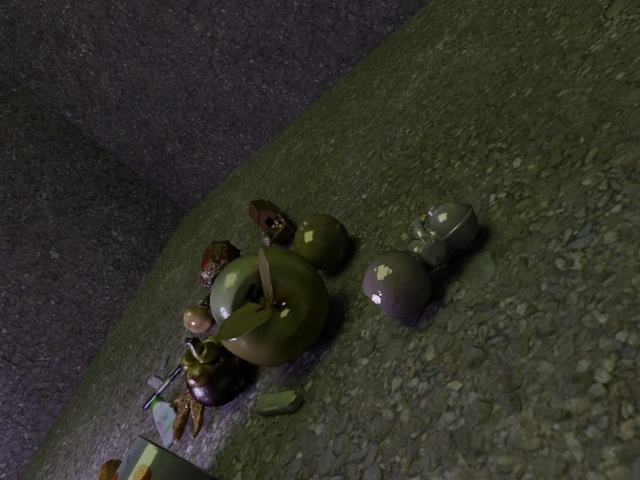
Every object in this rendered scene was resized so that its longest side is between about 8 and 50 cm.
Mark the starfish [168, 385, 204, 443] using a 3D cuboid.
[{"bbox_3d":[-0.371,0.464,1.642,0.302,0.060,0.299,-53,21,-16],"label":"starfish"}]

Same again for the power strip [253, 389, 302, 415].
[{"bbox_3d":[-0.107,0.391,1.288,0.191,0.030,0.047,-26,33,47],"label":"power strip"}]

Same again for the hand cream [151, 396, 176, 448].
[{"bbox_3d":[-0.505,0.586,1.753,0.275,0.050,0.078,14,93,62],"label":"hand cream"}]

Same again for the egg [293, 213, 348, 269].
[{"bbox_3d":[0.003,0.002,1.562,0.164,0.164,0.201,-42,17,19],"label":"egg"}]

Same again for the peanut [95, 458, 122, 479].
[{"bbox_3d":[-0.647,0.773,1.639,0.108,0.095,0.226,-60,21,18],"label":"peanut"}]

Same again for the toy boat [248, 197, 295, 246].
[{"bbox_3d":[-0.217,-0.086,2.146,0.135,0.162,0.445,-51,21,3],"label":"toy boat"}]

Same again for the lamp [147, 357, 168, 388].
[{"bbox_3d":[-0.642,0.516,2.130,0.050,0.056,0.198,-51,17,5],"label":"lamp"}]

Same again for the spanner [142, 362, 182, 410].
[{"bbox_3d":[-0.565,0.518,2.010,0.316,0.024,0.087,-48,19,8],"label":"spanner"}]

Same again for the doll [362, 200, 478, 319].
[{"bbox_3d":[0.215,0.030,1.111,0.287,0.151,0.151,-47,21,-1],"label":"doll"}]

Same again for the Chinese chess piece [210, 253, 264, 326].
[{"bbox_3d":[-0.198,0.163,1.563,0.101,0.250,0.250,25,74,42],"label":"Chinese chess piece"}]

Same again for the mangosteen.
[{"bbox_3d":[-0.306,0.353,1.497,0.192,0.217,0.192,-34,25,18],"label":"mangosteen"}]

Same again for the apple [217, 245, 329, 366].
[{"bbox_3d":[-0.104,0.177,1.369,0.294,0.234,0.258,-66,8,-12],"label":"apple"}]

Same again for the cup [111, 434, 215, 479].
[{"bbox_3d":[-0.417,0.643,1.227,0.212,0.212,0.317,-14,42,57],"label":"cup"}]

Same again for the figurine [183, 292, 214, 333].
[{"bbox_3d":[-0.456,0.278,2.103,0.108,0.114,0.196,-64,-3,37],"label":"figurine"}]

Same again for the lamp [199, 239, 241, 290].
[{"bbox_3d":[-0.399,0.108,2.173,0.177,0.177,0.274,-45,22,13],"label":"lamp"}]
